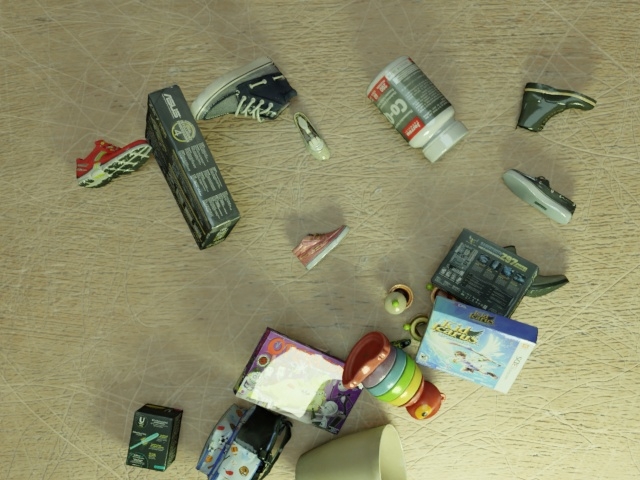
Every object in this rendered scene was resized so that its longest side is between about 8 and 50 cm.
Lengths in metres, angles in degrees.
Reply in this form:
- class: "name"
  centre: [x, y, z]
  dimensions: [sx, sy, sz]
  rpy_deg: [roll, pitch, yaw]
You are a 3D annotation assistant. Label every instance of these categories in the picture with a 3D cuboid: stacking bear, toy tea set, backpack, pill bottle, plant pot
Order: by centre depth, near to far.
- class: "plant pot"
  centre: [0.079, 0.660, 1.674]
  dimensions: [0.274, 0.256, 0.256]
  rpy_deg: [-12, 89, 21]
- class: "stacking bear"
  centre: [0.222, 0.401, 1.679]
  dimensions: [0.289, 0.164, 0.175]
  rpy_deg: [39, 105, -13]
- class: "backpack"
  centre: [-0.232, 0.614, 1.682]
  dimensions: [0.213, 0.276, 0.263]
  rpy_deg: [22, 98, 10]
- class: "pill bottle"
  centre: [0.276, -0.368, 1.686]
  dimensions: [0.161, 0.161, 0.283]
  rpy_deg: [-41, 86, 3]
- class: "toy tea set"
  centre: [0.349, 0.210, 1.693]
  dimensions: [0.336, 0.124, 0.200]
  rpy_deg: [1, 90, 5]

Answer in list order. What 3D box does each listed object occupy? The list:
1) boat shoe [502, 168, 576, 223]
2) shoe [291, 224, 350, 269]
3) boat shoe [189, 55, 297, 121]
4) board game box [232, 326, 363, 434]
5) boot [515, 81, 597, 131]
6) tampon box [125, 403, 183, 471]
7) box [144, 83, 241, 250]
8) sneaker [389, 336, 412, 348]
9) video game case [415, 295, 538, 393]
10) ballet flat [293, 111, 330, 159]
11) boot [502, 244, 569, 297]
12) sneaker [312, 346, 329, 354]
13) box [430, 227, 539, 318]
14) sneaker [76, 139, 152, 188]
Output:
- class: "boat shoe"
  centre: [0.632, -0.142, 1.701]
  dimensions: [0.228, 0.080, 0.076]
  rpy_deg: [36, 75, 7]
- class: "shoe"
  centre: [0.000, 0.000, 1.755]
  dimensions: [0.178, 0.063, 0.081]
  rpy_deg: [-44, 91, 7]
- class: "boat shoe"
  centre: [-0.205, -0.394, 1.675]
  dimensions: [0.158, 0.127, 0.340]
  rpy_deg: [46, 54, 0]
- class: "board game box"
  centre: [-0.049, 0.405, 1.692]
  dimensions: [0.347, 0.056, 0.208]
  rpy_deg: [27, 88, -22]
- class: "boot"
  centre: [0.670, -0.363, 1.704]
  dimensions: [0.198, 0.077, 0.137]
  rpy_deg: [18, 96, 18]
- class: "tampon box"
  centre: [-0.493, 0.585, 1.773]
  dimensions: [0.121, 0.101, 0.161]
  rpy_deg: [10, 90, 4]
- class: "box"
  centre: [-0.368, -0.188, 1.661]
  dimensions: [0.097, 0.318, 0.394]
  rpy_deg: [-25, 86, -19]
- class: "sneaker"
  centre: [0.229, 0.306, 1.748]
  dimensions: [0.083, 0.035, 0.031]
  rpy_deg: [-22, 87, 4]
- class: "video game case"
  centre: [0.411, 0.285, 1.603]
  dimensions: [0.270, 0.061, 0.244]
  rpy_deg: [17, 135, 11]
- class: "ballet flat"
  centre: [-0.032, -0.309, 1.766]
  dimensions: [0.057, 0.052, 0.168]
  rpy_deg: [-35, 87, 3]
- class: "boot"
  centre: [0.576, 0.082, 1.694]
  dimensions: [0.247, 0.083, 0.161]
  rpy_deg: [-10, 67, -13]
- class: "sneaker"
  centre: [-0.014, 0.378, 1.765]
  dimensions: [0.070, 0.051, 0.134]
  rpy_deg: [13, 106, 28]
- class: "box"
  centre: [0.449, 0.097, 1.633]
  dimensions: [0.233, 0.059, 0.183]
  rpy_deg: [31, 84, 28]
- class: "sneaker"
  centre: [-0.630, -0.252, 1.770]
  dimensions: [0.279, 0.107, 0.118]
  rpy_deg: [-20, 80, 21]
